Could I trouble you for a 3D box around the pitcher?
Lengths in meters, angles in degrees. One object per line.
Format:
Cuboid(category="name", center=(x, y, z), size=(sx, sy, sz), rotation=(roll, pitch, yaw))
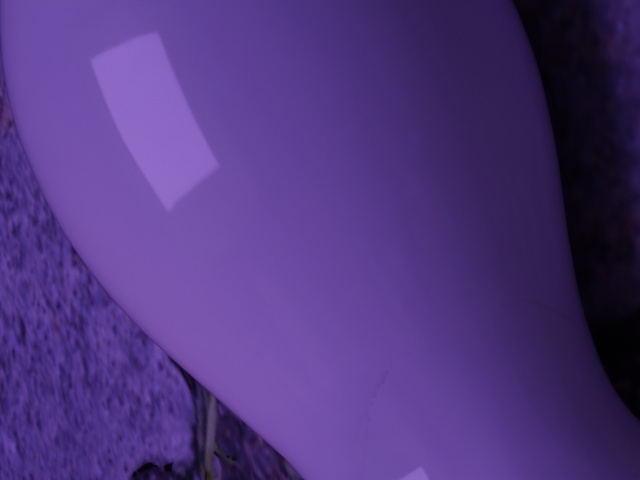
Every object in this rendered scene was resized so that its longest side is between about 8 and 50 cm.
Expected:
Cuboid(category="pitcher", center=(0.000, 0.000, 0.507), size=(0.207, 0.125, 0.178), rotation=(61, 162, 6))
